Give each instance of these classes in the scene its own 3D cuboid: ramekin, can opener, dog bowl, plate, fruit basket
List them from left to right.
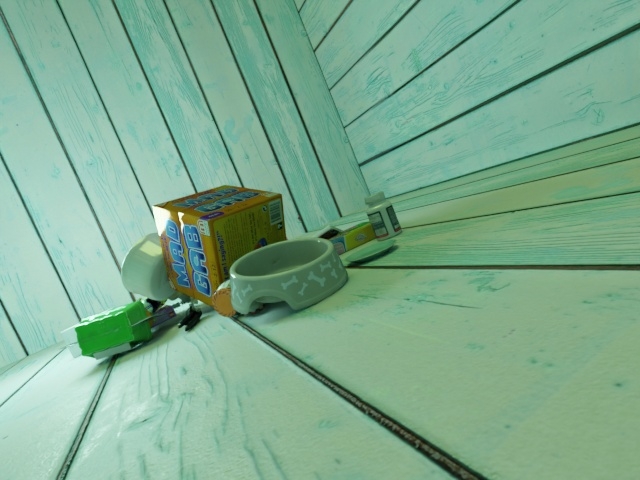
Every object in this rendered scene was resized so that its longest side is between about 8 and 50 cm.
[{"bbox_3d":[-0.751,0.345,1.567,0.326,0.166,0.353,-17,-9,-6],"label":"fruit basket"},{"bbox_3d":[-0.684,0.118,1.719,0.135,0.277,0.277,21,23,19],"label":"ramekin"},{"bbox_3d":[-0.465,0.286,1.457,0.059,0.073,0.186,16,3,-9],"label":"can opener"},{"bbox_3d":[-0.101,0.088,1.178,0.348,0.102,0.349,-12,17,4],"label":"dog bowl"},{"bbox_3d":[0.172,0.042,1.369,0.188,0.024,0.188,-22,6,3],"label":"plate"}]

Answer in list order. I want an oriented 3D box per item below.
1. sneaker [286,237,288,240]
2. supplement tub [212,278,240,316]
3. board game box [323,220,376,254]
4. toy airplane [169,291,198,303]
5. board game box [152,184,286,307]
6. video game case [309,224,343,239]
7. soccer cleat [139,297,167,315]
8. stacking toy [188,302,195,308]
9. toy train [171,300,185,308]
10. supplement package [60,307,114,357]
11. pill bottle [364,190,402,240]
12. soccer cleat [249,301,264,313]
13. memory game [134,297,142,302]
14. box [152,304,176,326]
[{"bbox_3d":[-0.314,0.059,2.323,0.202,0.185,0.483,-20,3,-21],"label":"sneaker"},{"bbox_3d":[-0.266,0.174,1.343,0.117,0.117,0.190,-20,5,22],"label":"supplement tub"},{"bbox_3d":[0.108,0.000,1.811,0.316,0.064,0.242,-24,6,-16],"label":"board game box"},{"bbox_3d":[-0.591,0.158,2.018,0.386,0.273,0.384,-10,32,-26],"label":"toy airplane"},{"bbox_3d":[-0.382,0.006,1.618,0.356,0.357,0.356,13,27,36],"label":"board game box"},{"bbox_3d":[0.000,0.000,1.940,0.201,0.023,0.183,-34,-18,16],"label":"video game case"},{"bbox_3d":[-0.738,0.264,1.846,0.121,0.093,0.289,-32,12,13],"label":"soccer cleat"},{"bbox_3d":[-0.495,0.220,1.736,0.167,0.052,0.221,-25,35,-22],"label":"stacking toy"},{"bbox_3d":[-0.773,0.348,2.177,0.158,0.027,0.036,-27,-4,-35],"label":"toy train"},{"bbox_3d":[-1.102,0.442,1.979,0.133,0.139,0.244,-23,6,4],"label":"supplement package"},{"bbox_3d":[0.244,-0.099,1.620,0.107,0.180,0.108,-22,5,2],"label":"pill bottle"},{"bbox_3d":[-0.192,0.171,1.283,0.068,0.076,0.196,-19,7,34],"label":"soccer cleat"},{"bbox_3d":[-0.859,0.327,1.797,0.186,0.012,0.186,-47,10,11],"label":"memory game"},{"bbox_3d":[-0.832,0.385,1.872,0.293,0.057,0.201,-26,8,-32],"label":"box"}]
